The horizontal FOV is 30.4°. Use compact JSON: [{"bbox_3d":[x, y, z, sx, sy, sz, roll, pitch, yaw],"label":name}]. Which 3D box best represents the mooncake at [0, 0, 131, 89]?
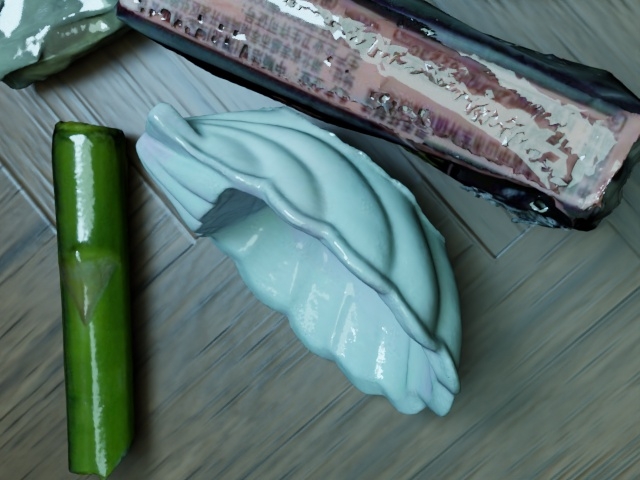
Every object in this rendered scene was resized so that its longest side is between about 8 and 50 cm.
[{"bbox_3d":[-0.211,-0.195,0.918,0.130,0.073,0.125,-21,90,14],"label":"mooncake"}]

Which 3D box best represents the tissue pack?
[{"bbox_3d":[0.054,-0.117,0.775,0.332,0.245,0.123,27,98,12],"label":"tissue pack"}]

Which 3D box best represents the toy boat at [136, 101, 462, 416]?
[{"bbox_3d":[0.000,0.000,0.835,0.290,0.199,0.100,40,67,2],"label":"toy boat"}]

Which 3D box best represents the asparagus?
[{"bbox_3d":[-0.175,0.045,0.921,0.060,0.067,0.277,-3,94,-14],"label":"asparagus"}]
